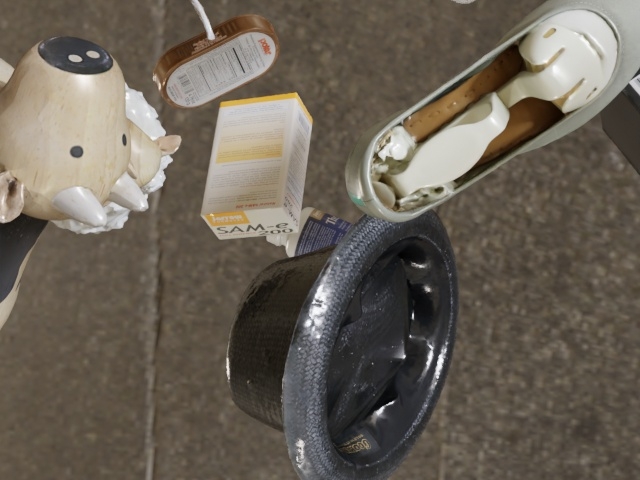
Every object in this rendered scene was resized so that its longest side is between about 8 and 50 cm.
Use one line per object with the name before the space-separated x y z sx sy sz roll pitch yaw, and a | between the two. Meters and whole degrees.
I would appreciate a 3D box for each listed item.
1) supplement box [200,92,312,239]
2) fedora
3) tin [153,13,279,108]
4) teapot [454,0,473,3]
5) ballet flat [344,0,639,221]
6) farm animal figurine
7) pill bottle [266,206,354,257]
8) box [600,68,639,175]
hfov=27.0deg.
supplement box | -0.044 -0.053 0.946 0.062 0.036 0.098 -4 58 20
fedora | 0.011 0.097 1.358 0.152 0.334 0.334 10 87 29
tin | -0.148 -0.254 1.918 0.190 0.106 0.040 -27 58 -2
teapot | 0.215 -0.494 1.992 0.256 0.187 0.252 -50 11 26
ballet flat | 0.110 -0.077 0.752 0.213 0.072 0.068 -34 10 1
farm animal figurine | -0.175 -0.039 0.598 0.172 0.330 0.327 51 147 17
pill bottle | 0.000 0.000 1.590 0.120 0.067 0.067 22 98 9
box | 0.380 -0.174 1.195 0.261 0.184 0.103 -35 64 2
